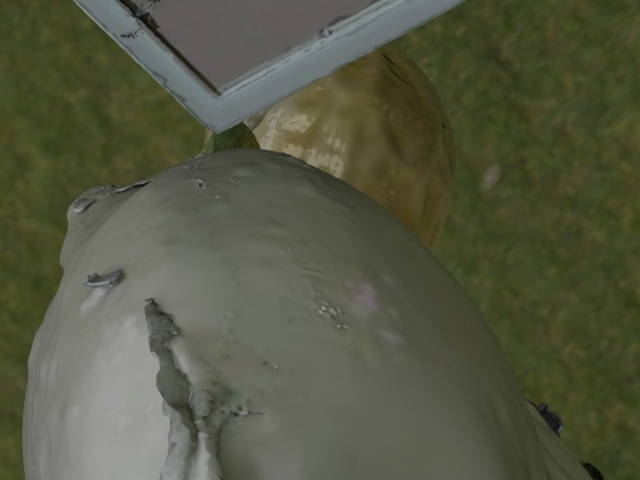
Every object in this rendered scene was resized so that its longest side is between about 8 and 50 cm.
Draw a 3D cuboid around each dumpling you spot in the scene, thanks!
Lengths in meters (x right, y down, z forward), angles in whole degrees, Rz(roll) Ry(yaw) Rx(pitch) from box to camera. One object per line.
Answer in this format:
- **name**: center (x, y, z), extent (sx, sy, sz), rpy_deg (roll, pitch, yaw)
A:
- **dumpling**: center (0.011, 0.061, 0.487), extent (0.172, 0.247, 0.142), rpy_deg (14, 110, -19)

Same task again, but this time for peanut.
- **peanut**: center (-0.002, 0.003, 1.207), extent (0.158, 0.340, 0.174), rpy_deg (34, 141, -31)

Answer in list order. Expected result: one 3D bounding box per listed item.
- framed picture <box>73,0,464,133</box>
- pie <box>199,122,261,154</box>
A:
- **framed picture**: center (-0.036, -0.176, 0.700), extent (0.232, 0.019, 0.296), rpy_deg (-26, 132, 23)
- **pie**: center (-0.044, -0.016, 0.901), extent (0.021, 0.084, 0.084), rpy_deg (6, 129, 17)
